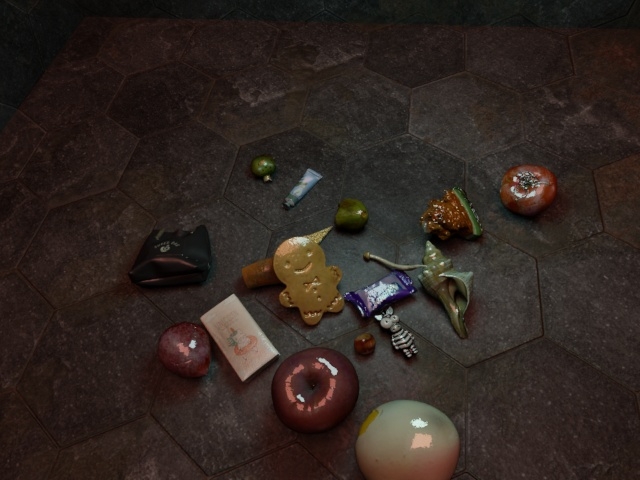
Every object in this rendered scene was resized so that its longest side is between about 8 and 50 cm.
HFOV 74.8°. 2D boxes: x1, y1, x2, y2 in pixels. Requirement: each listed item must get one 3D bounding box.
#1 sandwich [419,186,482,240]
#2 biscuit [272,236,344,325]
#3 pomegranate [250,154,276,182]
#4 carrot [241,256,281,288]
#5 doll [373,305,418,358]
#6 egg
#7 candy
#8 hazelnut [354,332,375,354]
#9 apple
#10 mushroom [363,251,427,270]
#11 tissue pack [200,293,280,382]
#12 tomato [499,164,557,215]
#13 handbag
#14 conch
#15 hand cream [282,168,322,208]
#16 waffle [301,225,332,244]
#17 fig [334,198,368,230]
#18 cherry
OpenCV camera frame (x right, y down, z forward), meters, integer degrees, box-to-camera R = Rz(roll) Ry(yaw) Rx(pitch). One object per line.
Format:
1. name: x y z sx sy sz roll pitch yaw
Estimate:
1. sandwich: 0.527 -0.081 1.782 0.302 0.162 0.250 -13 69 -37
2. biscuit: -0.050 0.153 1.666 0.276 0.052 0.354 -24 93 -11
3. pomegranate: -0.277 -0.358 2.050 0.131 0.130 0.130 -2 60 4
4. carrot: -0.170 0.123 1.747 0.302 0.138 0.138 -16 60 -2
5. doll: 0.290 0.350 1.608 0.091 0.067 0.219 -27 60 -14
6. egg: 0.271 0.640 1.294 0.283 0.345 0.282 20 49 -25
7. candy: 0.243 0.210 1.684 0.276 0.070 0.145 -24 51 -11
8. hazelnut: 0.169 0.394 1.591 0.086 0.086 0.085 -2 60 4
9. apple: -0.017 0.514 1.446 0.307 0.235 0.305 -4 59 7
10. mushroom: 0.306 0.093 1.712 0.307 0.068 0.043 13 86 41
11. tissue pack: -0.319 0.378 1.646 0.170 0.071 0.325 -36 64 -13
12. tomato: 0.896 -0.211 1.806 0.232 0.189 0.231 -9 73 33
13. handbag: -0.638 0.051 1.832 0.343 0.152 0.287 -5 48 2
14. conch: 0.510 0.175 1.639 0.170 0.203 0.385 -29 84 -39
15. hand cream: -0.093 -0.248 2.005 0.088 0.055 0.256 30 60 16
16. waffle: 0.000 0.000 1.862 0.153 0.023 0.097 -21 62 -7
17. fig: 0.144 -0.112 1.846 0.166 0.154 0.143 12 101 49
18. cherry: -0.502 0.420 1.583 0.192 0.175 0.250 -33 60 -28
